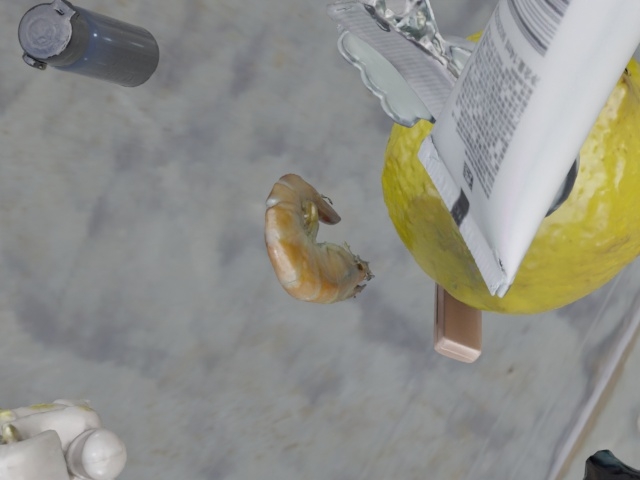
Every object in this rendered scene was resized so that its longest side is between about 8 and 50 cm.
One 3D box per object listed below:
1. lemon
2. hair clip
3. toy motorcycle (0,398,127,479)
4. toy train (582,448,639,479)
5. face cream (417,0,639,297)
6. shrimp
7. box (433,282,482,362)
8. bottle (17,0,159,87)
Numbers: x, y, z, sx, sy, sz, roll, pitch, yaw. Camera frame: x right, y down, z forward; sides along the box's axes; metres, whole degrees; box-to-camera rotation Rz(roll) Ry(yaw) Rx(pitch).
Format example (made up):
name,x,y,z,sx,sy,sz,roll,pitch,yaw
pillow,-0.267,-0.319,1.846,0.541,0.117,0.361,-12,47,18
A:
name,x,y,z,sx,sy,sz,roll,pitch,yaw
lemon,0.189,-0.064,1.615,0.268,0.268,0.322,41,133,8
hair clip,0.085,-0.078,1.070,0.220,0.140,0.054,51,59,-26
toy motorcycle,-0.273,0.200,1.531,0.223,0.340,0.107,-14,94,5
toy train,0.250,0.236,0.897,0.369,0.163,0.231,18,102,42
face cream,0.102,-0.087,0.722,0.092,0.058,0.243,65,146,34
shrimp,-0.003,0.002,1.737,0.053,0.236,0.133,-26,76,20
box,0.138,0.072,1.731,0.048,0.115,0.025,22,132,-17
bottle,-0.253,-0.212,1.881,0.072,0.244,0.082,42,99,12
